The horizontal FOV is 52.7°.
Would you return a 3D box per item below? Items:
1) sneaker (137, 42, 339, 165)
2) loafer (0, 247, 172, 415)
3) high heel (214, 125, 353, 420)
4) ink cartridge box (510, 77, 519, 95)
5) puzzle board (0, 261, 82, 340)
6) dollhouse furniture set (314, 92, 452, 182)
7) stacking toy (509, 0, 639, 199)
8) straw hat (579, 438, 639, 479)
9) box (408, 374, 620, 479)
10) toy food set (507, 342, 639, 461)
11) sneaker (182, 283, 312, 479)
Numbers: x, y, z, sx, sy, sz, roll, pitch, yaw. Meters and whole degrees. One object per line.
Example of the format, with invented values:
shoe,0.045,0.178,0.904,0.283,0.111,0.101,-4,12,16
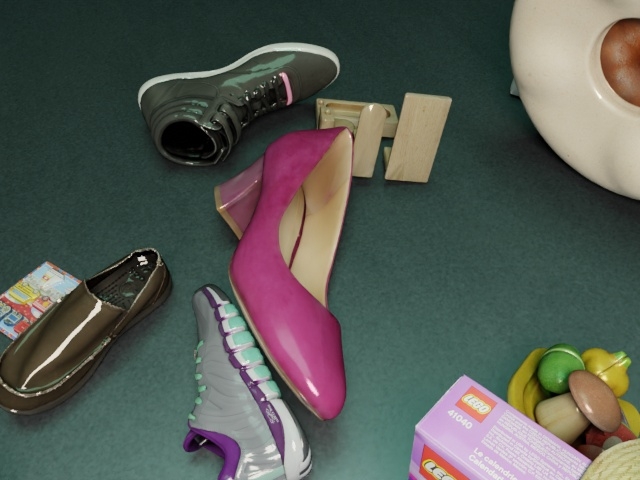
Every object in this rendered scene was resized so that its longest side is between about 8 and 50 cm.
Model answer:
sneaker,-0.105,-0.182,0.902,0.295,0.104,0.147,-14,48,-3
loafer,-0.238,0.076,0.649,0.080,0.078,0.220,33,52,9
high heel,0.000,0.000,0.668,0.181,0.127,0.377,-30,45,4
ink cartridge box,0.379,-0.249,0.972,0.150,0.063,0.109,25,52,23
puzzle board,-0.298,0.076,0.711,0.128,0.011,0.096,25,51,23
dollhouse furniture set,0.073,-0.176,0.855,0.144,0.123,0.151,4,42,-8
stacking toy,0.507,-0.293,0.794,0.480,0.350,0.350,-33,53,-23
straw hat,0.201,0.143,0.308,0.144,0.061,0.144,-1,45,1
box,0.182,0.236,0.401,0.293,0.201,0.057,33,55,30
toy food set,0.223,0.143,0.524,0.128,0.071,0.218,50,33,11
sneaker,-0.096,0.134,0.599,0.098,0.083,0.224,-25,50,-15
